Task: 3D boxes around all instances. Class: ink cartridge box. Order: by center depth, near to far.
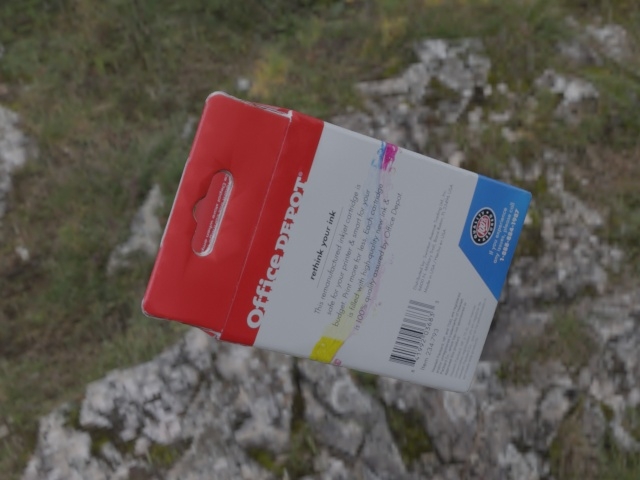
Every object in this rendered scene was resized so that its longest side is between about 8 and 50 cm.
[{"bbox_3d":[0.000,0.000,0.825,0.231,0.134,0.078,16,3,-32],"label":"ink cartridge box"}]
